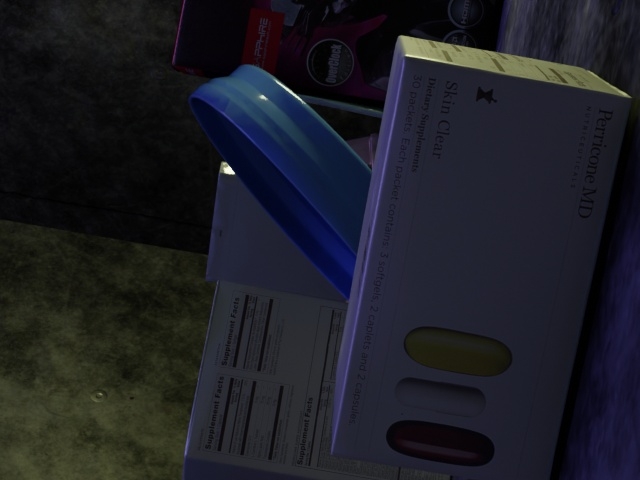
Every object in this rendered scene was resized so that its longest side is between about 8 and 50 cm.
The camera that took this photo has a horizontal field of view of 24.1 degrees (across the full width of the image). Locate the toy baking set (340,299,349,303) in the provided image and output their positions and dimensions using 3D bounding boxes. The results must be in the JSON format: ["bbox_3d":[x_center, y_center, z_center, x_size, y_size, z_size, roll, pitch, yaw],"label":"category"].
[{"bbox_3d":[0.062,0.081,2.023,0.197,0.030,0.256,-29,-7,-38],"label":"toy baking set"}]

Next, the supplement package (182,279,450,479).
[{"bbox_3d":[0.000,0.187,1.573,0.199,0.263,0.198,103,177,-64],"label":"supplement package"}]

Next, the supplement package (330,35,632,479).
[{"bbox_3d":[0.101,0.006,1.022,0.204,0.145,0.262,-82,2,-78],"label":"supplement package"}]

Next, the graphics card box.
[{"bbox_3d":[0.024,-0.282,1.779,0.094,0.371,0.233,16,-94,-87],"label":"graphics card box"}]

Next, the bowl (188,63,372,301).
[{"bbox_3d":[0.006,-0.040,1.695,0.077,0.391,0.391,-42,-4,-7],"label":"bowl"}]

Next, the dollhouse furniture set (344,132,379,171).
[{"bbox_3d":[0.018,0.054,2.485,0.362,0.256,0.394,39,-136,-61],"label":"dollhouse furniture set"}]

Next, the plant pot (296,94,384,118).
[{"bbox_3d":[0.099,-0.351,2.507,0.252,0.247,0.248,-37,-41,-70],"label":"plant pot"}]

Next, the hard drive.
[{"bbox_3d":[0.000,0.000,2.116,0.040,0.307,0.203,-82,2,-50],"label":"hard drive"}]
